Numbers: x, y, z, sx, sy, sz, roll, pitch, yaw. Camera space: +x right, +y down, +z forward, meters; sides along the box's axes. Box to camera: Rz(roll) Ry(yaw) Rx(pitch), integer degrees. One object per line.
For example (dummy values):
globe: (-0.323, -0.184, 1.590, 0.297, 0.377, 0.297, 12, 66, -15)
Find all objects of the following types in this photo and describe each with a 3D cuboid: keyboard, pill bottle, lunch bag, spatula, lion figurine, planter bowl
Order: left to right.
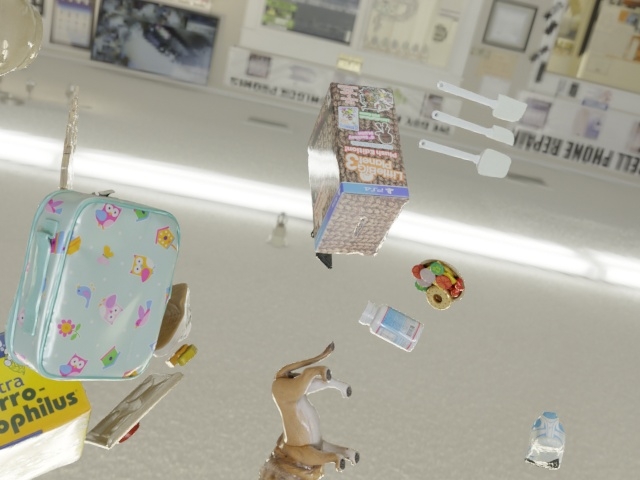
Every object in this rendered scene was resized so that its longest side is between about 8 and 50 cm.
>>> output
planter bowl: (-0.444, -0.286, 1.016, 0.162, 0.162, 0.109, 24, -171, 30)
lunch bag: (-0.333, 0.062, 1.119, 0.108, 0.279, 0.224, 13, -179, 39)
lion figurine: (-0.047, 0.427, 1.797, 0.240, 0.392, 0.142, -2, -177, 30)
keyboard: (0.000, 0.000, 2.322, 0.023, 0.108, 0.180, -26, -146, 18)
pill bottle: (0.186, 0.224, 2.028, 0.160, 0.087, 0.087, 28, -160, 3)
spatula: (0.314, -0.227, 1.559, 0.242, 0.168, 0.019, 10, -166, -31)

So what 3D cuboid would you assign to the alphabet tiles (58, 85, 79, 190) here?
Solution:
alphabet tiles: (-0.569, -0.193, 1.719, 0.021, 0.278, 0.284, 5, -141, -16)

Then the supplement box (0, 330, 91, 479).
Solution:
supplement box: (-0.557, 0.315, 1.402, 0.194, 0.356, 0.195, -20, -110, -29)

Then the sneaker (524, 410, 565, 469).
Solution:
sneaker: (0.518, 0.465, 1.750, 0.085, 0.237, 0.086, 12, -121, 15)

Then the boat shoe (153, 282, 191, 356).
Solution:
boat shoe: (-0.363, 0.212, 1.891, 0.098, 0.096, 0.277, -11, -153, 10)

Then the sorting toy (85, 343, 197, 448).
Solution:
sorting toy: (-0.373, 0.341, 1.674, 0.307, 0.041, 0.229, -44, -169, -30)

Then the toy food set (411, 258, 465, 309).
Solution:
toy food set: (0.175, 0.062, 1.129, 0.082, 0.083, 0.020, 46, -129, -4)

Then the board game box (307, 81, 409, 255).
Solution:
board game box: (0.072, -0.150, 1.640, 0.141, 0.232, 0.291, 4, -122, -14)
